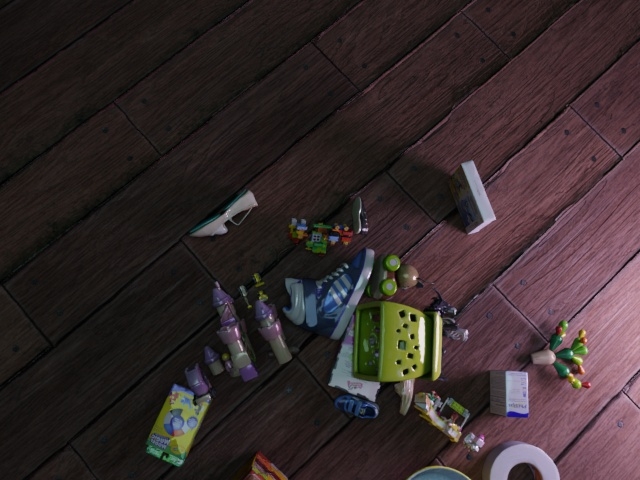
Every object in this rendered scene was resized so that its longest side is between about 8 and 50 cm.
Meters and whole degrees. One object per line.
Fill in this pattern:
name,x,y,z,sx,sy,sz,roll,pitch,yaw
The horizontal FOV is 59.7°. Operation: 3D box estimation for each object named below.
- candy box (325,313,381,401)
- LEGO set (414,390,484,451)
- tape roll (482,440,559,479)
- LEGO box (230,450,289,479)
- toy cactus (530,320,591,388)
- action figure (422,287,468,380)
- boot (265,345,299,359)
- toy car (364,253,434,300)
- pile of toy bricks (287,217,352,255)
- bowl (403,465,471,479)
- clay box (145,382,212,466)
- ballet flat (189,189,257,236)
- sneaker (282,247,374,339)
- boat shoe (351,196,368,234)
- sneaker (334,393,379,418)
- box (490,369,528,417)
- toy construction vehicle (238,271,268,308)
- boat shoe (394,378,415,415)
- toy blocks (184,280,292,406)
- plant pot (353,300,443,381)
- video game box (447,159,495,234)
candy box,0.130,0.370,1.762,0.159,0.071,0.233,21,77,-1
LEGO set,0.384,0.523,1.715,0.287,0.132,0.107,43,72,-16
tape roll,0.615,0.735,1.714,0.219,0.072,0.219,1,78,-3
LEGO box,-0.279,0.841,1.485,0.193,0.372,0.500,43,79,5
toy cactus,0.775,0.374,1.795,0.180,0.112,0.219,-9,87,5
action figure,0.384,0.292,1.757,0.141,0.164,0.276,8,87,8
boot,-0.119,0.347,1.730,0.106,0.114,0.037,-6,78,-5
toy car,0.261,0.132,1.791,0.188,0.155,0.149,13,77,-13
pile of toy bricks,0.000,0.000,1.829,0.212,0.118,0.105,5,110,-11
bowl,0.334,0.804,1.639,0.289,0.156,0.289,1,78,-3
clay box,-0.434,0.563,1.697,0.127,0.053,0.222,23,77,2
ballet flat,-0.311,-0.069,1.832,0.248,0.086,0.086,-39,83,-11
sneaker,0.012,0.134,1.775,0.236,0.130,0.323,25,83,-2
boat shoe,0.135,-0.083,1.877,0.042,0.049,0.133,9,68,-30
sneaker,0.114,0.517,1.733,0.144,0.059,0.053,11,94,1
box,0.587,0.477,1.740,0.072,0.126,0.137,4,78,-4
toy construction vehicle,-0.219,0.163,1.810,0.086,0.035,0.098,-25,83,-19
boat shoe,0.262,0.462,1.760,0.059,0.063,0.170,13,68,2
toy blocks,-0.273,0.263,1.636,0.309,0.288,0.260,-25,98,-6
plant pot,0.230,0.303,1.641,0.207,0.228,0.227,7,79,-14
video game box,0.492,-0.137,1.834,0.048,0.187,0.205,-17,79,-7
